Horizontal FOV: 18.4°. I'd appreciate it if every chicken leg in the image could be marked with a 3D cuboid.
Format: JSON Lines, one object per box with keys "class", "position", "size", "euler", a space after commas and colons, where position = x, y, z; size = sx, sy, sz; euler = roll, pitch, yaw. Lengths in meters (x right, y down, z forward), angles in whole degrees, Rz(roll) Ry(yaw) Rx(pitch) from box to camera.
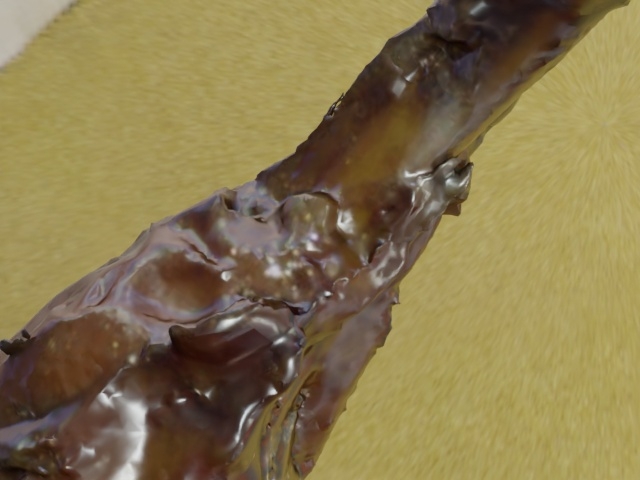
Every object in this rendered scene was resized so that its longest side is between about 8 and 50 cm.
{"class": "chicken leg", "position": [0.000, 0.000, 0.478], "size": [0.093, 0.113, 0.304], "euler": [44, 109, 16]}
